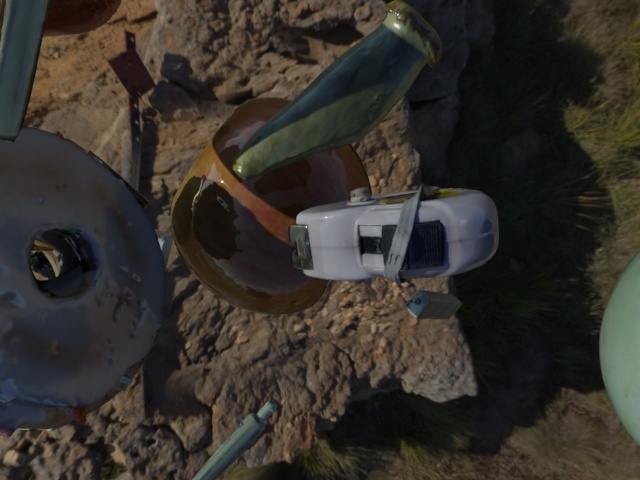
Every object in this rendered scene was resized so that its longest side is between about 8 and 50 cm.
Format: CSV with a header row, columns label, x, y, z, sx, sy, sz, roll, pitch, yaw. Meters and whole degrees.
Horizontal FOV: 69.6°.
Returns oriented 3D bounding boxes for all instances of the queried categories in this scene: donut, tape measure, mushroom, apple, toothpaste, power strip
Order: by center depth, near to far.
label,x,y,z,sx,sy,sz,roll,pitch,yaw
tape measure,0.111,-0.012,0.564,0.236,0.197,0.120,-15,103,-39
donut,-0.360,0.043,0.567,0.142,0.382,0.382,-20,94,22
mushroom,0.028,-0.183,0.625,0.333,0.087,0.107,-45,103,-3
toothpaste,-0.167,0.364,0.757,0.037,0.067,0.255,43,74,12
apple,-0.085,-0.055,0.886,0.346,0.391,0.391,37,83,-2
power strip,0.347,0.197,1.387,0.272,0.052,0.078,14,116,-50

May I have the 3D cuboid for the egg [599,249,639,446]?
label,x,y,z,sx,sy,sz,roll,pitch,yaw
egg,0.501,0.113,0.550,0.276,0.276,0.389,47,64,-7

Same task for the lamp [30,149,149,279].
label,x,y,z,sx,sy,sz,roll,pitch,yaw
lamp,-0.444,-0.039,0.842,0.247,0.247,0.247,0,89,-11

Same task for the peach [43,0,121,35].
label,x,y,z,sx,sy,sz,roll,pitch,yaw
peach,-0.640,-0.616,1.031,0.373,0.372,0.290,-10,118,-11

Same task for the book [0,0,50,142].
label,x,y,z,sx,sy,sz,roll,pitch,yaw
book,-0.351,-0.354,0.520,0.039,0.428,0.300,4,131,-43

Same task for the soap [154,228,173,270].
label,x,y,z,sx,sy,sz,roll,pitch,yaw
soap,-0.469,0.058,1.205,0.121,0.064,0.183,17,101,3

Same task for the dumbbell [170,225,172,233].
label,x,y,z,sx,sy,sz,roll,pitch,yaw
dumbbell,-0.506,-0.027,1.722,0.052,0.118,0.046,-40,54,10

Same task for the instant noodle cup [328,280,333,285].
label,x,y,z,sx,sy,sz,roll,pitch,yaw
instant noodle cup,-0.092,0.010,1.466,0.294,0.294,0.308,-38,112,-9
